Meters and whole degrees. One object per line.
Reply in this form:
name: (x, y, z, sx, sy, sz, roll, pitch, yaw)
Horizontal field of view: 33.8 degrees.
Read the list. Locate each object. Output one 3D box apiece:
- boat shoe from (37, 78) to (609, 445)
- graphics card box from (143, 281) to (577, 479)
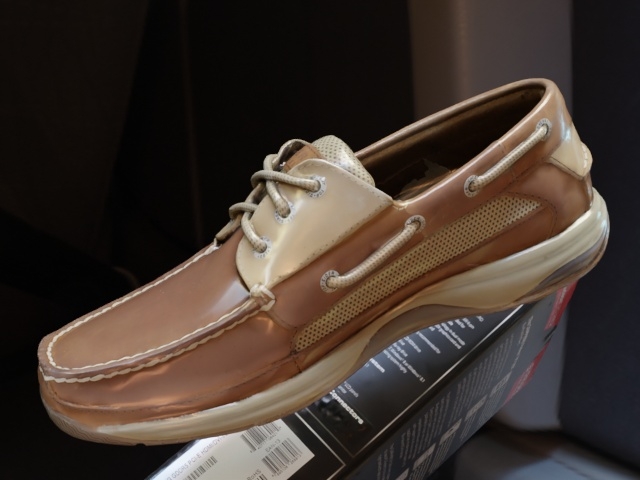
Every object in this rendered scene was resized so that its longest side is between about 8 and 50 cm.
boat shoe: (0.000, 0.000, 0.559, 0.324, 0.123, 0.116, -23, 118, -17)
graphics card box: (0.021, 0.147, 0.771, 0.371, 0.094, 0.233, -40, 158, -19)
